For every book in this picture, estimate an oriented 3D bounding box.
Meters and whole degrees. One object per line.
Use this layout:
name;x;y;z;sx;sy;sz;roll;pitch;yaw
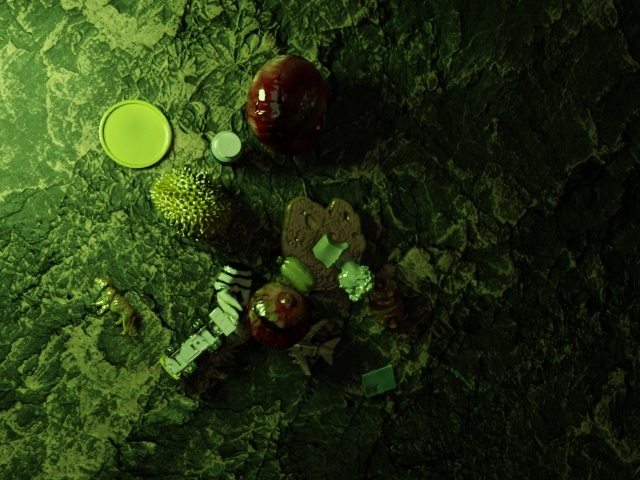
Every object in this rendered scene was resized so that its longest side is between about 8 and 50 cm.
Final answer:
book;0.238;0.575;2.062;0.135;0.017;0.103;-15;97;-14

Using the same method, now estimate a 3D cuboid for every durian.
durian;-0.434;-0.130;1.712;0.293;0.258;0.258;42;82;-9

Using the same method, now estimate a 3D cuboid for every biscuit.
biscuit;0.000;0.000;1.926;0.358;0.074;0.381;-31;100;-12

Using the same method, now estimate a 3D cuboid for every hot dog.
hot dog;0.262;0.251;2.002;0.146;0.103;0.213;-29;102;-13

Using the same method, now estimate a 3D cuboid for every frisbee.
frisbee;-0.637;-0.367;1.748;0.235;0.017;0.236;-1;94;-15

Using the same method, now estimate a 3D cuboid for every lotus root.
lotus root;-0.087;0.117;1.846;0.183;0.077;0.090;42;101;-14

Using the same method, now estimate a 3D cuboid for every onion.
onion;-0.147;0.265;1.831;0.246;0.190;0.246;14;49;-17
onion;-0.138;-0.474;1.780;0.347;0.285;0.348;-29;129;-43

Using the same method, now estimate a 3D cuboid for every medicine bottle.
medicine bottle;-0.325;-0.320;1.749;0.106;0.191;0.107;-1;94;-16

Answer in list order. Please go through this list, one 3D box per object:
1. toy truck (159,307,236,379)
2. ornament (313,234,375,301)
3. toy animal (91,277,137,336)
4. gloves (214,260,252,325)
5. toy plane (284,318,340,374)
toy truck;-0.436;0.366;1.803;0.286;0.111;0.136;-41;91;-6
ornament;0.094;0.094;1.871;0.130;0.120;0.285;-34;106;12
toy animal;-0.707;0.234;1.748;0.099;0.057;0.241;-44;103;-9
gloves;-0.319;0.195;1.823;0.131;0.140;0.219;21;102;3
toy plane;-0.059;0.403;1.929;0.256;0.104;0.242;10;106;-23
